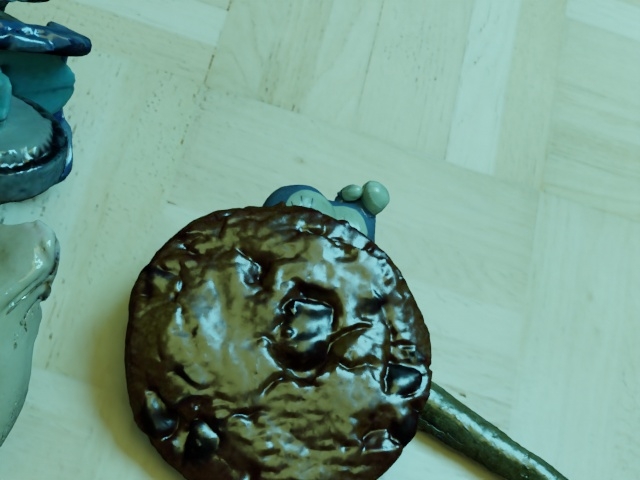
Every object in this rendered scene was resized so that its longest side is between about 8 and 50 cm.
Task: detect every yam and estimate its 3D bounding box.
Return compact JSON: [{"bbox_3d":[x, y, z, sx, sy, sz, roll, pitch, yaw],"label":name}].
[{"bbox_3d":[0.102,0.127,0.896,0.129,0.027,0.033,34,15,9],"label":"yam"}]

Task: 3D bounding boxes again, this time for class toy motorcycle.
[{"bbox_3d":[-0.272,-0.098,0.866,0.260,0.154,0.206,8,38,-12],"label":"toy motorcycle"}]

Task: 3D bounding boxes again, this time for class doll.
[{"bbox_3d":[0.000,0.000,0.936,0.083,0.050,0.076,6,69,-14],"label":"doll"}]

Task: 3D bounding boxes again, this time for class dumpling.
[{"bbox_3d":[-0.217,0.061,0.783,0.199,0.118,0.136,-52,45,0],"label":"dumpling"}]

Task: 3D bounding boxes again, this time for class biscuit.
[{"bbox_3d":[-0.026,0.066,0.864,0.192,0.049,0.192,2,69,-5],"label":"biscuit"}]
